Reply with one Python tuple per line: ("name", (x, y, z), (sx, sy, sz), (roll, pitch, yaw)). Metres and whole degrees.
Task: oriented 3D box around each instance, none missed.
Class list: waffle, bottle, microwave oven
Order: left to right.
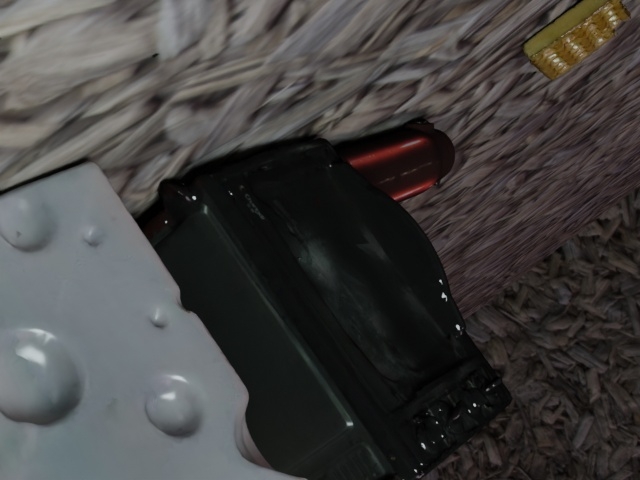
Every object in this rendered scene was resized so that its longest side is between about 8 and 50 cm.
("microwave oven", (-0.020, 0.074, 0.940), (0.188, 0.247, 0.178), (-39, 172, 32))
("bottle", (0.048, -0.055, 1.087), (0.060, 0.060, 0.164), (-41, 168, 35))
("waffle", (0.216, -0.171, 1.174), (0.092, 0.021, 0.135), (-37, 170, 15))

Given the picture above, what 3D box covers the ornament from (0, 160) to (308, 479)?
("ornament", (-0.186, 0.146, 0.732), (0.239, 0.240, 0.240), (-27, 167, -38))
